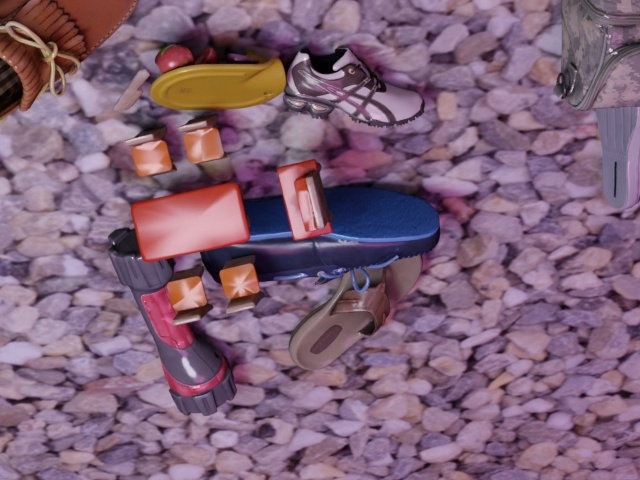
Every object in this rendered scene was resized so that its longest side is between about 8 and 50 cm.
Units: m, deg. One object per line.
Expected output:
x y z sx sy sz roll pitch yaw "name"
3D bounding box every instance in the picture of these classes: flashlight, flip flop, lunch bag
-0.212 0.119 1.974 0.103 0.103 0.304 -16 125 3 "flashlight"
0.055 0.105 2.024 0.112 0.080 0.277 32 113 -27 "flip flop"
0.464 -0.290 1.751 0.305 0.212 0.256 -3 125 -9 "lunch bag"

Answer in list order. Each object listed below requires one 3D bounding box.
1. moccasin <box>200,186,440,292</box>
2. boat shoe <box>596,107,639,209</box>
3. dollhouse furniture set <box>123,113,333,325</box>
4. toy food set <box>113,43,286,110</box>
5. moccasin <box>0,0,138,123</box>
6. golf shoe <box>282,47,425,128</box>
0.000 0.000 1.933 0.342 0.137 0.116 0 129 7 "moccasin"
0.444 -0.155 1.930 0.076 0.083 0.226 -22 129 -28 "boat shoe"
-0.120 -0.035 1.788 0.259 0.135 0.262 -13 98 8 "dollhouse furniture set"
-0.155 -0.225 1.762 0.218 0.071 0.128 -2 162 -20 "toy food set"
-0.380 -0.219 1.648 0.380 0.147 0.139 -32 131 -16 "moccasin"
0.051 -0.208 1.816 0.198 0.077 0.094 4 122 -14 "golf shoe"
